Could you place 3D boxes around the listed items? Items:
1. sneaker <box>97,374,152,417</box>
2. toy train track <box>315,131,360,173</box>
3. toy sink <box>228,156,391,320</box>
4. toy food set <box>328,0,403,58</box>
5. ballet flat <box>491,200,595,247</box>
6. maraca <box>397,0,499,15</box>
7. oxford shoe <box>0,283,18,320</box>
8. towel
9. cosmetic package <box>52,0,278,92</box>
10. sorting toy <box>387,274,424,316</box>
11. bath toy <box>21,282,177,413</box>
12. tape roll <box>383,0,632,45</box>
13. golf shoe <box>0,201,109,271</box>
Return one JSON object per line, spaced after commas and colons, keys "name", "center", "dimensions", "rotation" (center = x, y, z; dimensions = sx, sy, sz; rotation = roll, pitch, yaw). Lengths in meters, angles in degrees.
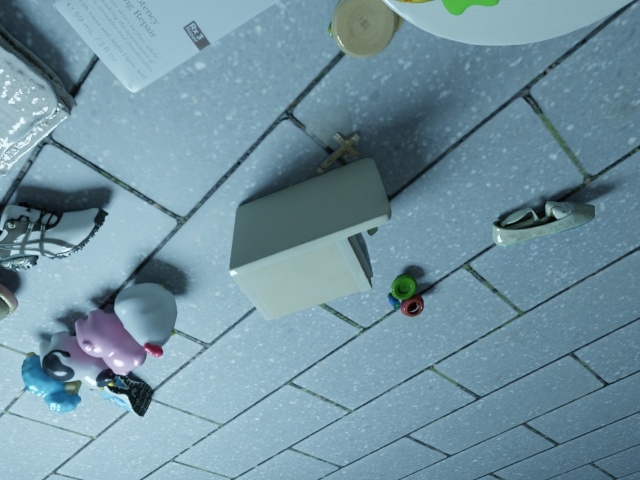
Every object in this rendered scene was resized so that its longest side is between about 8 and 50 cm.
{"name": "sneaker", "center": [-0.440, 0.335, 0.985], "dimensions": [0.073, 0.063, 0.162], "rotation": [-8, 128, 25]}
{"name": "toy train track", "center": [0.025, -0.126, 0.655], "dimensions": [0.048, 0.014, 0.083], "rotation": [36, 119, -29]}
{"name": "toy sink", "center": [0.000, 0.000, 0.670], "dimensions": [0.234, 0.152, 0.131], "rotation": [-21, 129, 11]}
{"name": "toy food set", "center": [0.053, -0.264, 0.536], "dimensions": [0.083, 0.020, 0.083], "rotation": [25, 124, -24]}
{"name": "ballet flat", "center": [0.370, -0.035, 0.737], "dimensions": [0.168, 0.057, 0.052], "rotation": [-21, 119, 12]}
{"name": "maraca", "center": [0.097, -0.259, 0.382], "dimensions": [0.186, 0.099, 0.127], "rotation": [14, 163, -21]}
{"name": "oxford shoe", "center": [-0.711, 0.158, 0.741], "dimensions": [0.397, 0.146, 0.140], "rotation": [-14, 129, 6]}
{"name": "towel", "center": [-0.459, -0.211, 0.517], "dimensions": [0.187, 0.049, 0.282], "rotation": [-31, 126, 19]}
{"name": "cosmetic package", "center": [-0.144, -0.272, 0.472], "dimensions": [0.231, 0.085, 0.117], "rotation": [-25, 128, 17]}
{"name": "sorting toy", "center": [0.158, 0.103, 0.849], "dimensions": [0.061, 0.042, 0.102], "rotation": [-28, 116, -1]}
{"name": "bath toy", "center": [-0.392, 0.204, 0.824], "dimensions": [0.348, 0.129, 0.151], "rotation": [-32, 160, 21]}
{"name": "tape roll", "center": [0.189, -0.375, 0.378], "dimensions": [0.392, 0.072, 0.392], "rotation": [5, 131, 6]}
{"name": "golf shoe", "center": [-0.421, -0.018, 0.666], "dimensions": [0.198, 0.077, 0.094], "rotation": [-19, 129, 9]}
